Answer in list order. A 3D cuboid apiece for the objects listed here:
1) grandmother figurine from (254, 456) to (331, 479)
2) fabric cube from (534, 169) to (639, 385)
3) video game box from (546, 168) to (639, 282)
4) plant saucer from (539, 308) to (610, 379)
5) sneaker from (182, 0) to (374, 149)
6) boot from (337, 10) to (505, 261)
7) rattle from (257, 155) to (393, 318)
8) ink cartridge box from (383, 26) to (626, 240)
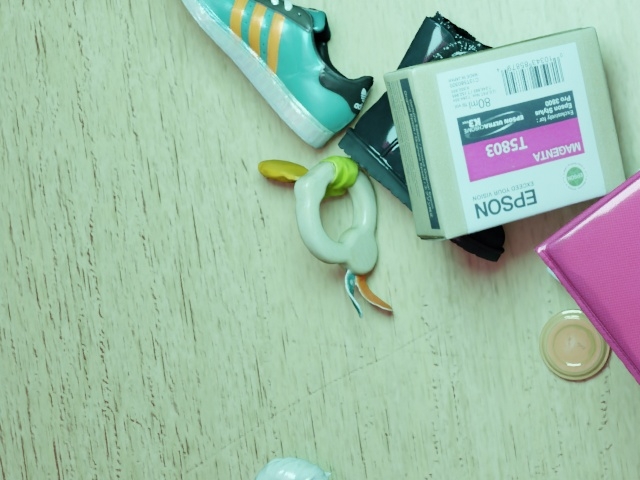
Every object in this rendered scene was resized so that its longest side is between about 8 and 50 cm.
[{"bbox_3d":[0.039,0.407,1.757,0.208,0.104,0.342,-36,83,7],"label":"grandmother figurine"},{"bbox_3d":[0.411,0.024,1.491,0.258,0.259,0.254,-38,82,14],"label":"fabric cube"},{"bbox_3d":[0.396,0.033,1.655,0.205,0.048,0.187,45,106,11],"label":"video game box"},{"bbox_3d":[0.298,0.123,1.706,0.083,0.013,0.083,1,93,18],"label":"plant saucer"},{"bbox_3d":[-0.057,-0.260,1.767,0.121,0.108,0.302,-42,87,14],"label":"sneaker"},{"bbox_3d":[0.167,-0.123,1.698,0.246,0.094,0.207,41,104,15],"label":"boot"},{"bbox_3d":[0.000,0.000,1.773,0.143,0.130,0.200,-8,116,29],"label":"rattle"},{"bbox_3d":[0.207,-0.120,1.618,0.234,0.088,0.193,-16,96,-18],"label":"ink cartridge box"}]
